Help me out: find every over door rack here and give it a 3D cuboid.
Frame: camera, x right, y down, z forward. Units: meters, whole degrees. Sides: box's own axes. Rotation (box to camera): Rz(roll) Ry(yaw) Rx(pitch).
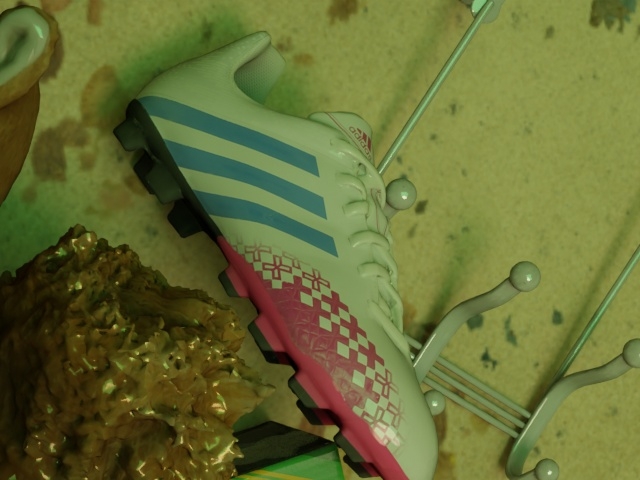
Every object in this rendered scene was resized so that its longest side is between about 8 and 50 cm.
[{"bbox_3d":[0.145,-0.014,1.122,0.239,0.108,0.324,33,78,-20],"label":"over door rack"}]

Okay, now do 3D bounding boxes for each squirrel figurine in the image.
[{"bbox_3d":[-0.233,0.051,0.890,0.397,0.281,0.370,28,63,-5],"label":"squirrel figurine"}]

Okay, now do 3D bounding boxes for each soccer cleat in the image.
[{"bbox_3d":[0.000,0.000,0.986,0.143,0.116,0.331,-34,68,-5],"label":"soccer cleat"}]

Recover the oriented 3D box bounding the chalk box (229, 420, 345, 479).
[{"bbox_3d":[-0.092,0.215,1.015,0.213,0.132,0.132,-16,96,-20],"label":"chalk box"}]
